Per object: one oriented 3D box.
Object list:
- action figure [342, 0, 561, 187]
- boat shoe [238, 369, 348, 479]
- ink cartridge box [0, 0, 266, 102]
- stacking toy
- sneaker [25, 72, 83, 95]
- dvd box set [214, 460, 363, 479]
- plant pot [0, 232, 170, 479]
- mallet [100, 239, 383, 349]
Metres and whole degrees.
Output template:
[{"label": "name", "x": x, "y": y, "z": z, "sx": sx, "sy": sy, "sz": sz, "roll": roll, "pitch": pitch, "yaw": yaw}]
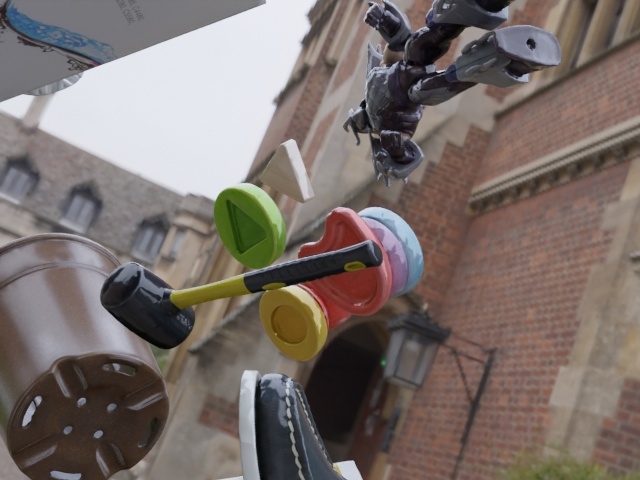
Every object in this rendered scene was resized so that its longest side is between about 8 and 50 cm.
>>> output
[{"label": "action figure", "x": 0.095, "y": -0.162, "z": 0.896, "sx": 0.099, "sy": 0.185, "sz": 0.285, "roll": -5, "pitch": -13, "yaw": -30}, {"label": "boat shoe", "x": 0.018, "y": 0.216, "z": 0.624, "sx": 0.091, "sy": 0.303, "sz": 0.114, "roll": -12, "pitch": 23, "yaw": 8}, {"label": "ink cartridge box", "x": -0.193, "y": -0.208, "z": 0.502, "sx": 0.270, "sy": 0.198, "sz": 0.197, "roll": -20, "pitch": -15, "yaw": -2}, {"label": "stacking toy", "x": 0.000, "y": 0.000, "z": 1.353, "sx": 0.279, "sy": 0.130, "sz": 0.309, "roll": 58, "pitch": -40, "yaw": 3}, {"label": "sneaker", "x": -0.419, "y": -0.231, "z": 1.183, "sx": 0.232, "sy": 0.090, "sz": 0.115, "roll": 1, "pitch": 9, "yaw": -15}, {"label": "dvd box set", "x": -0.131, "y": 0.351, "z": 0.921, "sx": 0.420, "sy": 0.062, "sz": 0.307, "roll": -5, "pitch": 21, "yaw": -10}, {"label": "plant pot", "x": -0.210, "y": 0.104, "z": 0.764, "sx": 0.167, "sy": 0.167, "sz": 0.165, "roll": 34, "pitch": 7, "yaw": -39}, {"label": "mallet", "x": -0.045, "y": 0.033, "z": 0.584, "sx": 0.189, "sy": 0.039, "sz": 0.062, "roll": -9, "pitch": -38, "yaw": 22}]
